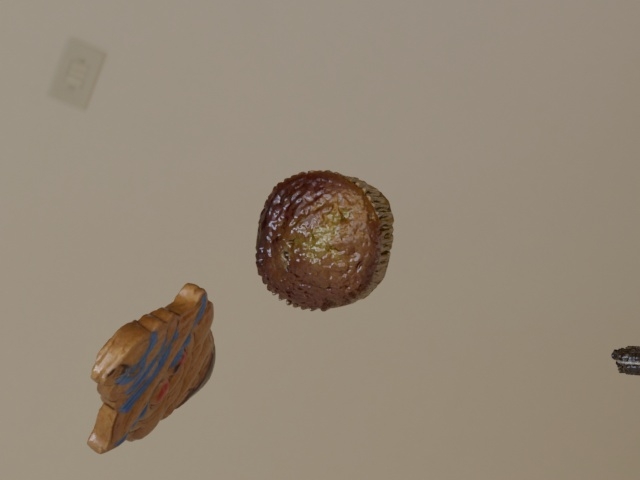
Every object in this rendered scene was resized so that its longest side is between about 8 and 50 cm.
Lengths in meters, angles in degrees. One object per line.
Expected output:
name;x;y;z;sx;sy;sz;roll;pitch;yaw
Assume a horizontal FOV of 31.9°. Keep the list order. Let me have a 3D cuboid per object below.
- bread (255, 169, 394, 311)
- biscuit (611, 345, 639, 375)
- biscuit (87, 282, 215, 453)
bread;0.000;0.000;0.653;0.085;0.085;0.053;20;-171;22
biscuit;0.329;0.122;1.144;0.087;0.027;0.089;2;180;-27
biscuit;-0.156;0.129;1.104;0.043;0.183;0.280;31;177;18
